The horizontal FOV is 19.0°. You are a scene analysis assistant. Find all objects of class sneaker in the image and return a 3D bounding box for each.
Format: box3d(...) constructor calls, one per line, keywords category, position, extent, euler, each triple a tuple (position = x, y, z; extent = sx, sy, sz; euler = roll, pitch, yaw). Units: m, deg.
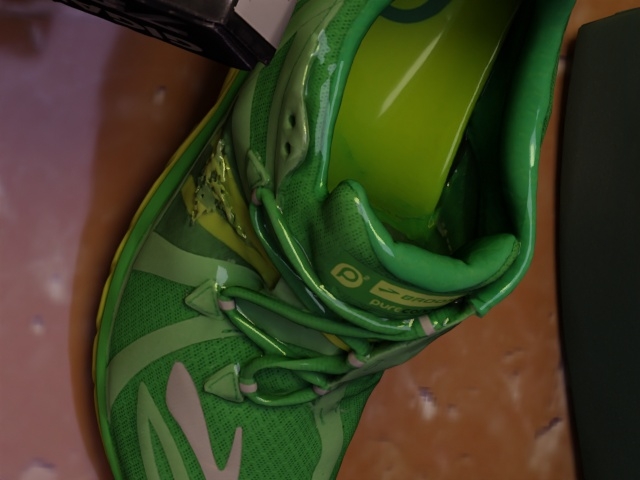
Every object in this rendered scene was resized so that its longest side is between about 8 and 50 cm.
box3d(category="sneaker", position=(0.000, 0.000, 0.649), extent=(0.109, 0.123, 0.295), euler=(13, 114, -20))

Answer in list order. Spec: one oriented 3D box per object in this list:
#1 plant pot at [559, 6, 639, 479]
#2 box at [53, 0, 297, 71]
box3d(category="plant pot", position=(0.190, 0.014, 0.734), extent=(0.165, 0.166, 0.234), euler=(-14, 92, -19))
box3d(category="box", position=(-0.100, -0.237, 0.567), extent=(0.295, 0.073, 0.293), euler=(21, 86, 10))
